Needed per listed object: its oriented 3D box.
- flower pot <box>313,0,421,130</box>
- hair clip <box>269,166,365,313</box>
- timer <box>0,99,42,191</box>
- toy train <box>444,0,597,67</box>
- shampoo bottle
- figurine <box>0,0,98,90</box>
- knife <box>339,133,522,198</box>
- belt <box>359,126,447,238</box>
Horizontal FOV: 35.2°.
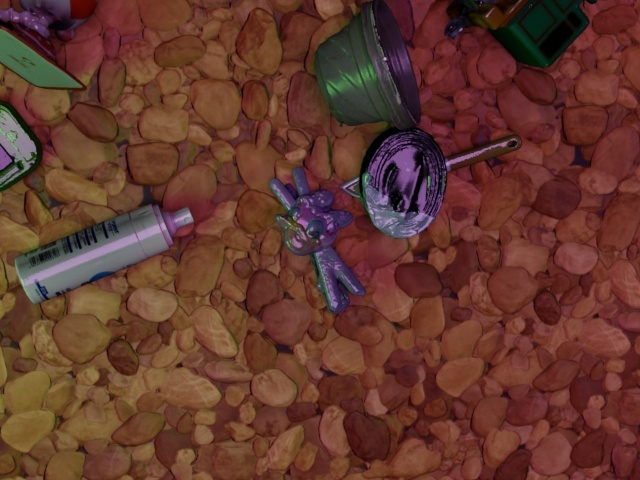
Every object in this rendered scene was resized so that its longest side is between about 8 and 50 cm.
[{"bbox_3d":[0.076,-0.282,1.714,0.140,0.235,0.236,-19,102,18],"label":"flower pot"},{"bbox_3d":[0.005,0.004,1.792,0.137,0.090,0.279,-26,102,-14],"label":"hair clip"},{"bbox_3d":[-0.546,-0.158,1.696,0.128,0.047,0.140,-36,102,-2],"label":"timer"},{"bbox_3d":[0.393,-0.478,1.744,0.429,0.178,0.249,-46,112,0],"label":"toy train"},{"bbox_3d":[-0.363,0.012,1.731,0.303,0.092,0.092,-22,101,-6],"label":"shampoo bottle"},{"bbox_3d":[-0.432,-0.385,1.621,0.183,0.160,0.226,37,71,-46],"label":"figurine"},{"bbox_3d":[0.200,-0.141,1.832,0.343,0.027,0.061,-19,107,-3],"label":"knife"},{"bbox_3d":[0.142,-0.101,1.779,0.151,0.078,0.199,4,103,-10],"label":"belt"}]
